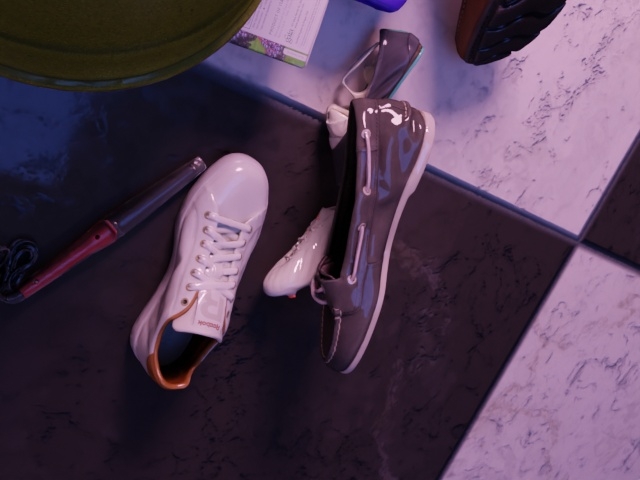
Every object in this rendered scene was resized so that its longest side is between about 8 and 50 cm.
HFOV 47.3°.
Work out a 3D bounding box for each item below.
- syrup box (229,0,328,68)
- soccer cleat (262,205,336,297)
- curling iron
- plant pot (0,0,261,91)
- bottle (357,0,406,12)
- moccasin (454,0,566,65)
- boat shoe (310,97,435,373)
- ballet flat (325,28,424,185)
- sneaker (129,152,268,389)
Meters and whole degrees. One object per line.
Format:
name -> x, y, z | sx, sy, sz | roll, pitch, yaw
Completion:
syrup box -> -0.116, -0.257, 0.722 | 0.237, 0.093, 0.096 | 10, 109, -34
soccer cleat -> 0.000, 0.000, 0.943 | 0.196, 0.068, 0.076 | -34, 122, -20
curling iron -> -0.245, -0.017, 0.806 | 0.274, 0.035, 0.068 | -30, 126, -13
plant pot -> -0.145, -0.311, 0.434 | 0.367, 0.353, 0.366 | 1, 87, -19
bottle -> 0.083, -0.393, 0.769 | 0.118, 0.092, 0.282 | 11, 108, -30
moccasin -> 0.214, -0.356, 0.805 | 0.139, 0.147, 0.380 | -23, 150, -12
boat shoe -> 0.035, -0.006, 0.862 | 0.096, 0.112, 0.335 | 13, 104, -17
ballet flat -> 0.048, -0.165, 0.888 | 0.074, 0.074, 0.203 | 17, 111, -35
sneaker -> -0.124, 0.045, 0.855 | 0.106, 0.123, 0.290 | 17, 103, -33
